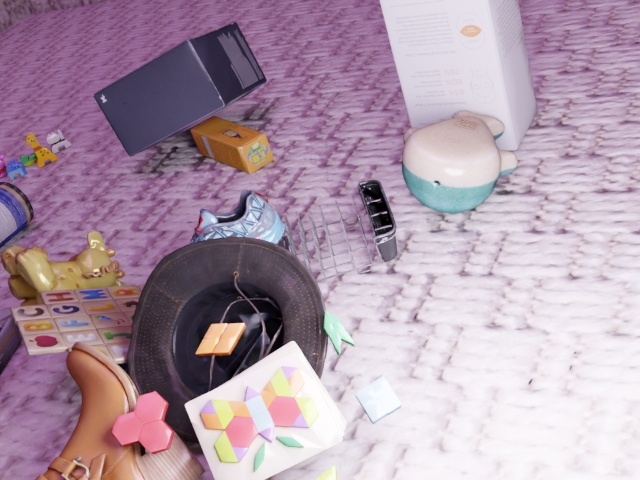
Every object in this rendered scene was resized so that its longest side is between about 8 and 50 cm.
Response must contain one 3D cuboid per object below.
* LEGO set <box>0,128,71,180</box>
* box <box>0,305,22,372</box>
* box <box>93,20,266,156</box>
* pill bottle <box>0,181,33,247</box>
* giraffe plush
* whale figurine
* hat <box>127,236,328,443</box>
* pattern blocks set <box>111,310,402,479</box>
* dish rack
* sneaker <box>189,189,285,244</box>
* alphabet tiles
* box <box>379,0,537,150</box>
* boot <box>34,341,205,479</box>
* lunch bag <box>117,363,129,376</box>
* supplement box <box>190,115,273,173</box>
[{"bbox_3d":[-0.791,-0.243,2.427,0.227,0.093,0.087,-28,31,-15],"label":"LEGO set"},{"bbox_3d":[-0.680,0.212,1.656,0.231,0.056,0.183,-10,32,15],"label":"box"},{"bbox_3d":[-0.334,-0.369,2.182,0.296,0.182,0.294,-23,12,25],"label":"box"},{"bbox_3d":[-0.766,-0.029,2.034,0.123,0.122,0.219,2,36,32],"label":"pill bottle"},{"bbox_3d":[-0.465,0.068,1.682,0.210,0.181,0.170,23,41,38],"label":"giraffe plush"},{"bbox_3d":[0.253,-0.147,1.650,0.216,0.141,0.272,16,34,17],"label":"whale figurine"},{"bbox_3d":[-0.117,0.149,1.328,0.331,0.134,0.331,-5,77,24],"label":"hat"},{"bbox_3d":[-0.075,0.229,1.156,0.325,0.026,0.285,-39,70,-11],"label":"pattern blocks set"},{"bbox_3d":[0.000,0.000,1.610,0.272,0.074,0.208,-17,29,3],"label":"dish rack"},{"bbox_3d":[-0.196,0.004,1.582,0.262,0.125,0.104,-36,25,-15],"label":"sneaker"},{"bbox_3d":[-0.321,0.132,1.486,0.343,0.011,0.285,-3,21,-26],"label":"alphabet tiles"},{"bbox_3d":[0.279,-0.362,1.776,0.215,0.345,0.168,2,36,31],"label":"box"},{"bbox_3d":[-0.322,0.290,1.218,0.220,0.109,0.283,-38,70,-19],"label":"boot"},{"bbox_3d":[-0.284,0.206,1.434,0.065,0.067,0.098,4,36,34],"label":"lunch bag"},{"bbox_3d":[-0.208,-0.224,2.091,0.078,0.080,0.233,-33,31,-23],"label":"supplement box"}]
